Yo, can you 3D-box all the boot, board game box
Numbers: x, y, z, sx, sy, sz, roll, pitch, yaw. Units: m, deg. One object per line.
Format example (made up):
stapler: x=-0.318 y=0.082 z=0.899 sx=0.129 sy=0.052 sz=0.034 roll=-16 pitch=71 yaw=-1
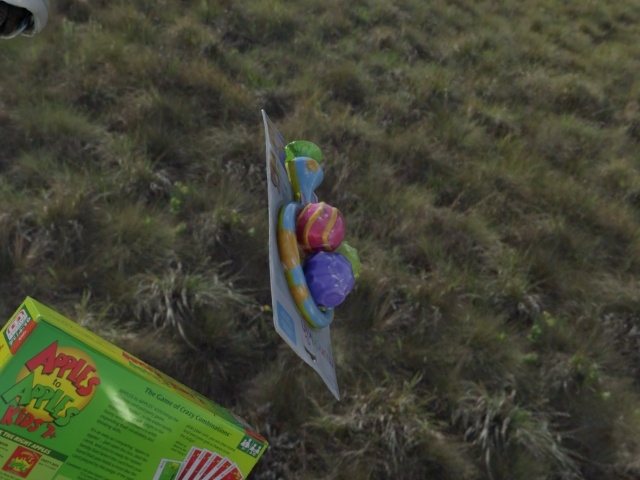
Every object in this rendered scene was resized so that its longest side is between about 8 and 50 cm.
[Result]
boot: x=-0.347 y=-0.284 z=0.654 sx=0.095 sy=0.123 sz=0.258 roll=13 pitch=-1 yaw=-33
board game box: x=-0.128 y=0.123 z=0.370 sx=0.181 sy=0.092 sz=0.043 roll=42 pitch=-14 yaw=-34

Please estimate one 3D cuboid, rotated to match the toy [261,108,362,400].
toy: x=0.000 y=0.000 z=0.523 sx=0.056 sy=0.137 sz=0.237 roll=-20 pitch=49 yaw=11
